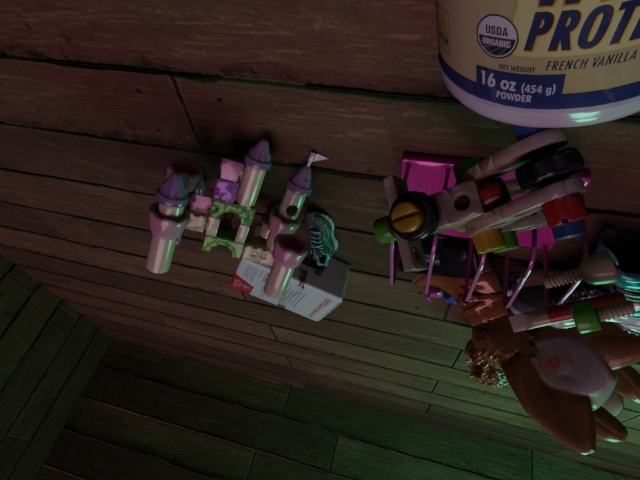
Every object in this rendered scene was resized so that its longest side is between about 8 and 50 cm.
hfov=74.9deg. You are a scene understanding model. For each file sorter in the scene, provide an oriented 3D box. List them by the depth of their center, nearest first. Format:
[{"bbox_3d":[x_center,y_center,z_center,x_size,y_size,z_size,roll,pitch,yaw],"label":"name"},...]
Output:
[{"bbox_3d":[0.272,-0.003,0.723,0.291,0.182,0.202,9,148,15],"label":"file sorter"}]

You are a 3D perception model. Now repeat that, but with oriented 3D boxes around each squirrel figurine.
[{"bbox_3d":[0.567,0.304,1.030,0.397,0.280,0.370,24,175,40],"label":"squirrel figurine"}]

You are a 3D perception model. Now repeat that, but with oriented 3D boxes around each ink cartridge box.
[{"bbox_3d":[-0.084,0.096,1.128,0.273,0.114,0.197,25,147,-9],"label":"ink cartridge box"}]

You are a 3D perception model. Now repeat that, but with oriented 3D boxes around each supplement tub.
[{"bbox_3d":[0.195,-0.269,0.302,0.229,0.228,0.316,4,146,23],"label":"supplement tub"}]

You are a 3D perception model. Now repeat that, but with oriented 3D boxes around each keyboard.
[{"bbox_3d":[0.245,0.025,0.901,0.192,0.038,0.100,5,118,35],"label":"keyboard"}]

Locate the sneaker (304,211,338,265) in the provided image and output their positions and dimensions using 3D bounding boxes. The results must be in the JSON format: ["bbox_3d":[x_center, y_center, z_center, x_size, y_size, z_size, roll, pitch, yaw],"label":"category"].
[{"bbox_3d":[0.000,0.000,0.970,0.065,0.076,0.166,3,145,23],"label":"sneaker"}]

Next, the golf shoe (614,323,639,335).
[{"bbox_3d":[0.644,0.135,0.773,0.186,0.067,0.085,4,137,9],"label":"golf shoe"}]

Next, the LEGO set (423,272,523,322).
[{"bbox_3d":[0.355,0.138,0.984,0.227,0.093,0.087,-5,142,33],"label":"LEGO set"}]

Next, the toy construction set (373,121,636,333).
[{"bbox_3d":[0.215,-0.006,0.539,0.237,0.257,0.308,-22,101,28],"label":"toy construction set"}]

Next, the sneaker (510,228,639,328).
[{"bbox_3d":[0.488,0.069,0.752,0.296,0.123,0.178,-7,123,32],"label":"sneaker"}]

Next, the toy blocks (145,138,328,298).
[{"bbox_3d":[-0.165,-0.094,0.825,0.289,0.309,0.259,14,117,-16],"label":"toy blocks"}]

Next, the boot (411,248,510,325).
[{"bbox_3d":[0.303,0.117,0.923,0.197,0.073,0.152,-31,80,49],"label":"boot"}]
